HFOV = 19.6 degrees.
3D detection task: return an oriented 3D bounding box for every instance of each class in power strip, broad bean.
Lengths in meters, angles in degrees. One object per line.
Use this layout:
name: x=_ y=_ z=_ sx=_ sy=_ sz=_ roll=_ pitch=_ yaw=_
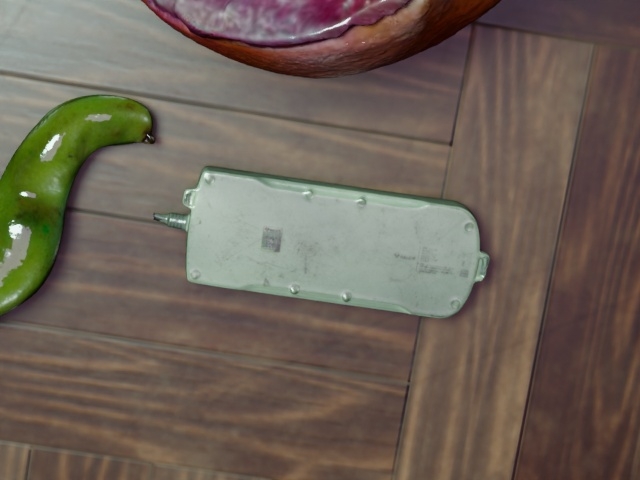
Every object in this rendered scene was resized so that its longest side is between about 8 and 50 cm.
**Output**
power strip: x=0.000 y=0.000 z=1.241 sx=0.227 sy=0.029 sz=0.080 roll=9 pitch=101 yaw=-5
broad bean: x=-0.193 y=-0.014 z=1.218 sx=0.070 sy=0.048 sz=0.213 roll=40 pitch=92 yaw=-8

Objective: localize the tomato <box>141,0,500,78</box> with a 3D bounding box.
tomato: x=0.026 y=-0.253 z=1.128 sx=0.290 sy=0.176 sz=0.335 roll=26 pitch=89 yaw=27
